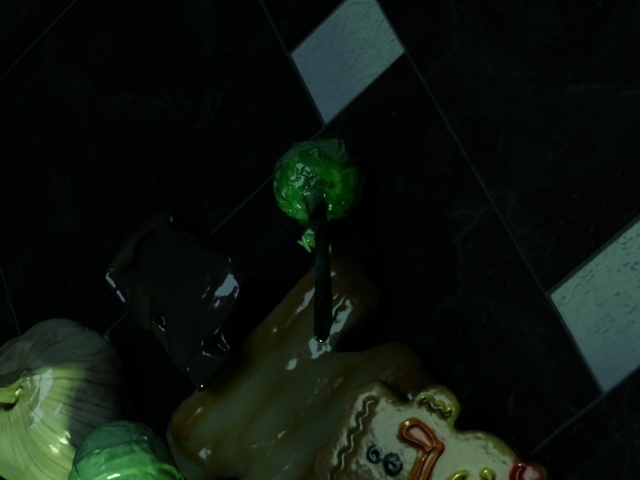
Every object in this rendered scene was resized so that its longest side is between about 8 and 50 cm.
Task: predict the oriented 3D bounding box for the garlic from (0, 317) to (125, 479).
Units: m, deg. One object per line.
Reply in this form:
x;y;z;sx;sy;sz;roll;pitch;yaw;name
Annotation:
-0.338;0.170;1.914;0.199;0.226;0.199;-14;67;35;garlic

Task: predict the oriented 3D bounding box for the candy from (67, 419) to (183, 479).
-0.147;0.371;1.744;0.119;0.119;0.440;-40;55;22;candy

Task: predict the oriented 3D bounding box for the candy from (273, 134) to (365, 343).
-0.003;0.000;1.713;0.097;0.097;0.323;-40;25;22;candy

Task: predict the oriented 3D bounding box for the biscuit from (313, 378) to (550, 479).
0.100;0.218;1.582;0.225;0.036;0.166;29;95;27;biscuit

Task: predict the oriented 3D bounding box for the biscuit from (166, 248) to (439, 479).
-0.022;0.174;1.737;0.290;0.062;0.237;-48;46;14;biscuit

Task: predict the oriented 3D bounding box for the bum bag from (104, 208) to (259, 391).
-0.145;0.051;1.880;0.142;0.080;0.326;-63;31;8;bum bag
